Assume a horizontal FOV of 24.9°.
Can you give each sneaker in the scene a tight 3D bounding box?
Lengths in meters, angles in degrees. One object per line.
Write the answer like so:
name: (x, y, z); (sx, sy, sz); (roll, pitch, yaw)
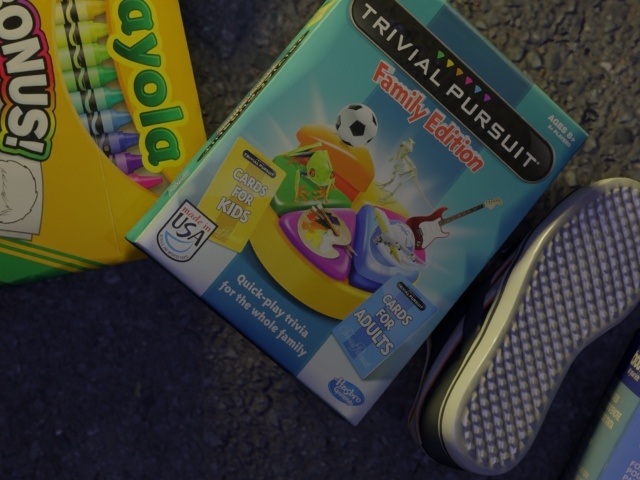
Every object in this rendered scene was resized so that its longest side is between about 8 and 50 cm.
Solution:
sneaker: (0.188, 0.070, 1.343); (0.126, 0.127, 0.321); (46, 70, -16)

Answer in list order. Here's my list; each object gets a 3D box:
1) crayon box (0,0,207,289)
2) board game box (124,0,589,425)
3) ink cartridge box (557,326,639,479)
crayon box: (-0.277, -0.143, 1.289); (0.313, 0.106, 0.362); (-12, 93, -16)
board game box: (0.035, -0.048, 1.278); (0.254, 0.079, 0.336); (41, 83, -13)
ink cartridge box: (0.357, 0.263, 1.340); (0.270, 0.151, 0.395); (27, 94, -1)
